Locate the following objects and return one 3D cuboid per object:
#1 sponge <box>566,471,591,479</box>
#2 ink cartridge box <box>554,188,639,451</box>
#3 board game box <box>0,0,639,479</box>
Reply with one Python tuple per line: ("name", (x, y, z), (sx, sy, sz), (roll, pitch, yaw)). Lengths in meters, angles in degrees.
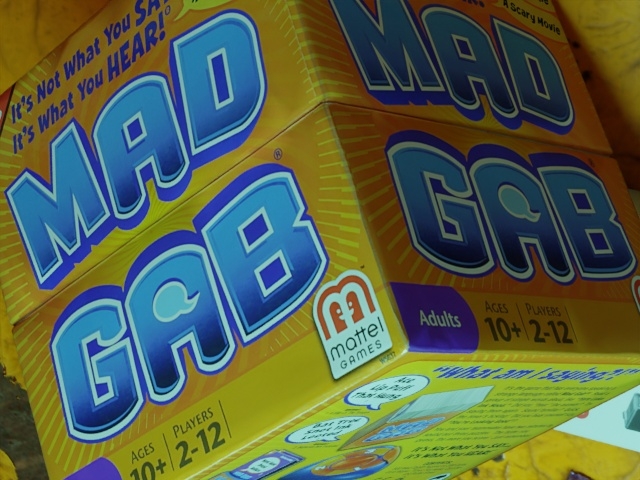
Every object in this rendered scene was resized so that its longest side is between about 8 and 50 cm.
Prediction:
("sponge", (0.309, 0.317, 1.580), (0.210, 0.031, 0.117), (28, 124, 11))
("ink cartridge box", (0.342, 0.086, 1.392), (0.273, 0.114, 0.197), (14, 120, 22))
("board game box", (0.000, 0.000, 1.294), (0.356, 0.356, 0.356), (-33, 65, 35))
